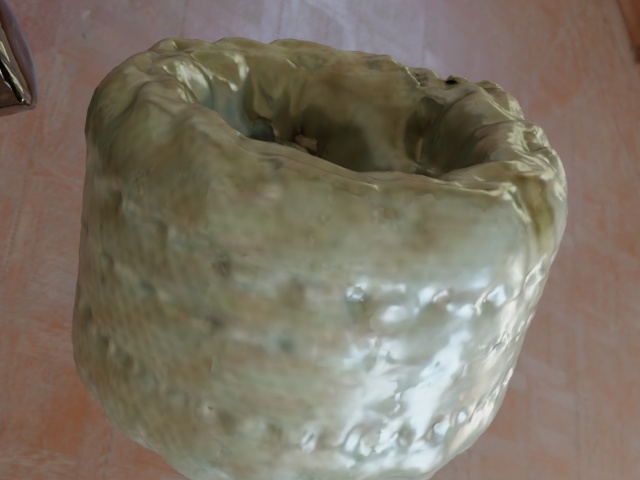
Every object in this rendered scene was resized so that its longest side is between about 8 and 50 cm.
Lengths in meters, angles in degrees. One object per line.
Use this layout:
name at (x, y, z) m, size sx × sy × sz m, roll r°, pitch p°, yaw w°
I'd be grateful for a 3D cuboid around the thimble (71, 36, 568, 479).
thimble at (0.000, 0.000, 0.547) m, size 0.291 × 0.291 × 0.195 m, roll -16°, pitch 126°, yaw -47°

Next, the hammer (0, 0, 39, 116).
hammer at (-0.282, 0.009, 0.470) m, size 0.095 × 0.242 × 0.409 m, roll 73°, pitch 1°, yaw -46°
